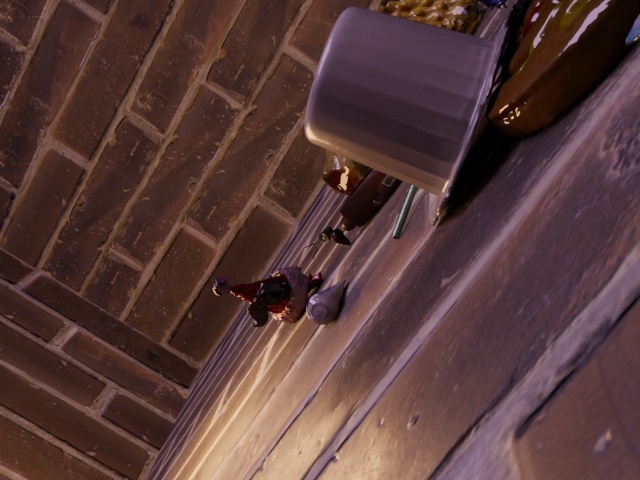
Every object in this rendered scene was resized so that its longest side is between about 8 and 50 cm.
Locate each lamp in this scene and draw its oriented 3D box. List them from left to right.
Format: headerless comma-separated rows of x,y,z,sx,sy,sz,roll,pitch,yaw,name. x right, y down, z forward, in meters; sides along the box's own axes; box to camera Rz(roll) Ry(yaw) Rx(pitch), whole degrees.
0.001,-0.001,2.032,0.054,0.041,0.121,-52,3,-40,lamp

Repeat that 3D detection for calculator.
0.288,-0.327,1.040,0.161,0.021,0.262,-58,-8,-8,calculator

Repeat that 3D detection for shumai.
0.072,-0.290,2.040,0.283,0.217,0.346,-58,9,-7,shumai

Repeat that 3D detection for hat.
-0.123,0.109,1.606,0.140,0.227,0.129,-30,59,48,hat

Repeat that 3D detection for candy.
0.173,-0.139,1.169,0.091,0.083,0.306,39,-110,-59,candy

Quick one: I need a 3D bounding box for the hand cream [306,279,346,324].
0.009,0.109,1.273,0.084,0.053,0.142,-57,-5,10,hand cream

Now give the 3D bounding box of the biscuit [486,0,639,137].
0.294,-0.289,0.821,0.394,0.070,0.350,-60,6,-24,biscuit

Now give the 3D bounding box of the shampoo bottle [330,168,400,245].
0.093,-0.082,1.492,0.236,0.068,0.067,-52,7,34,shampoo bottle

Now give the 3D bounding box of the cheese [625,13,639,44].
0.319,-0.267,0.575,0.245,0.052,0.135,-60,3,-10,cheese

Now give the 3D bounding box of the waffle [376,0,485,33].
0.203,-0.516,1.852,0.382,0.095,0.380,-33,32,0,waffle

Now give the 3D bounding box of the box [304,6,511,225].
0.108,-0.196,0.963,0.291,0.206,0.262,-65,-6,-59,box

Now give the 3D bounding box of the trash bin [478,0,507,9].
0.235,-0.418,0.976,0.184,0.162,0.234,-64,-4,38,trash bin
